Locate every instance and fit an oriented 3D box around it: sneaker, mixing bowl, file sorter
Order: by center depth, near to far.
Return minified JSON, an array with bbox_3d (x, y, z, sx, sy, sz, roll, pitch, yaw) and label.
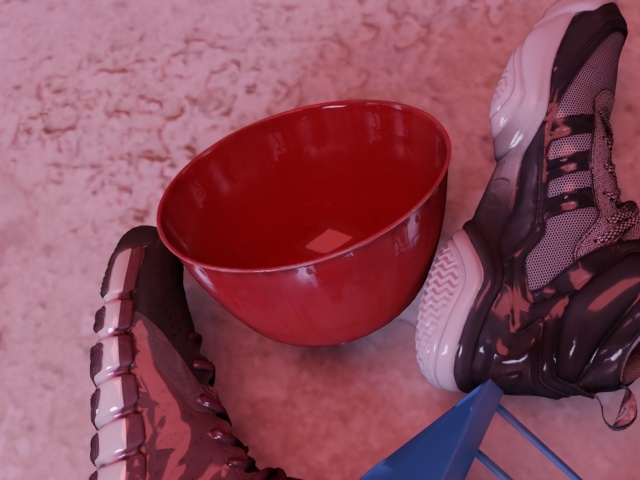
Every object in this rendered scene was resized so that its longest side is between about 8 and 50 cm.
[{"bbox_3d":[0.061,0.179,0.601,0.104,0.118,0.170,43,37,-3],"label":"file sorter"},{"bbox_3d":[0.169,-0.019,0.713,0.153,0.101,0.268,17,76,26],"label":"sneaker"},{"bbox_3d":[-0.053,0.127,0.726,0.163,0.106,0.281,-1,71,3],"label":"sneaker"},{"bbox_3d":[0.000,0.000,0.739,0.182,0.098,0.181,-12,34,8],"label":"mixing bowl"}]
